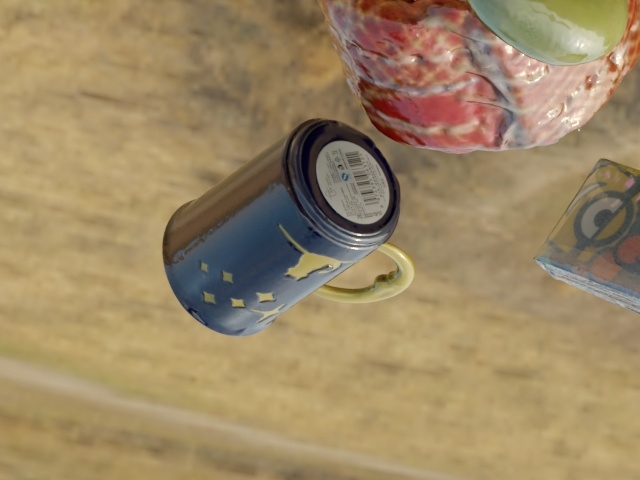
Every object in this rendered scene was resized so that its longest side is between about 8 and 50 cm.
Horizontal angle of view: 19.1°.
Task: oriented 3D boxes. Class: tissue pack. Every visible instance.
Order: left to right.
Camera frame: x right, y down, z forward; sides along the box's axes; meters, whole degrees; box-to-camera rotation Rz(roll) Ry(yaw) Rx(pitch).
[{"bbox_3d":[0.262,0.002,1.543,0.148,0.109,0.060,24,167,47],"label":"tissue pack"}]

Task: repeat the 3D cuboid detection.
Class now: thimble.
[{"bbox_3d":[0.164,-0.275,1.991,0.350,0.350,0.230,5,144,23],"label":"thimble"}]

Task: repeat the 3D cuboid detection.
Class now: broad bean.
[{"bbox_3d":[0.154,-0.245,1.528,0.189,0.121,0.263,13,-147,-38],"label":"broad bean"}]

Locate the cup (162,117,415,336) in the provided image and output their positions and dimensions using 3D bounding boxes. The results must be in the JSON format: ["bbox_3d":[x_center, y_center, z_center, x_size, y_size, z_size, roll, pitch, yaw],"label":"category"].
[{"bbox_3d":[-0.010,-0.020,2.203,0.255,0.178,0.256,-5,160,-41],"label":"cup"}]
